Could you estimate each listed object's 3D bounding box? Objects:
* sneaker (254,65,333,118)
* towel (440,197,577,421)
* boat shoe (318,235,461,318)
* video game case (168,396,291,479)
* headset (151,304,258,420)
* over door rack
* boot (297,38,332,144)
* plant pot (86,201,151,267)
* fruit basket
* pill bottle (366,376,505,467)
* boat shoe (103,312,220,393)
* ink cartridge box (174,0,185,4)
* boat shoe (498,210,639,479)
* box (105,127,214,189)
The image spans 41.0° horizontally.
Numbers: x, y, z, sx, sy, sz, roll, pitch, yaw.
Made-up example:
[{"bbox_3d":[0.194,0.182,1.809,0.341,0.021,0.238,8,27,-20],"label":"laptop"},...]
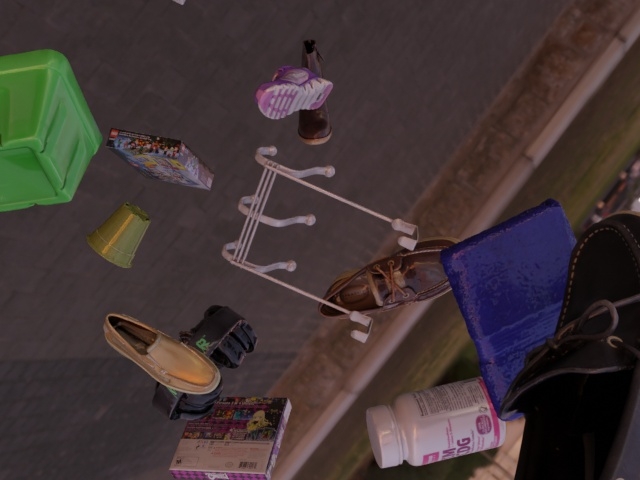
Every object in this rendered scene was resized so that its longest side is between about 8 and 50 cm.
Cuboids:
[{"bbox_3d":[-0.079,-0.346,1.940,0.236,0.104,0.095,-22,154,-51],"label":"sneaker"},{"bbox_3d":[0.333,0.111,1.389,0.227,0.308,0.076,-24,-168,-12],"label":"towel"},{"bbox_3d":[0.139,0.089,1.716,0.341,0.123,0.123,-18,-173,34],"label":"boat shoe"},{"bbox_3d":[-0.200,0.443,1.926,0.210,0.232,0.042,-73,154,-48],"label":"video game case"},{"bbox_3d":[-0.257,0.237,1.775,0.243,0.185,0.394,-55,172,-4],"label":"headset"},{"bbox_3d":[0.000,0.000,1.534,0.108,0.324,0.240,-43,159,-56],"label":"over door rack"},{"bbox_3d":[-0.026,-0.381,2.199,0.248,0.090,0.207,-92,175,-55],"label":"boot"},{"bbox_3d":[-0.303,-0.014,1.318,0.079,0.083,0.083,-52,167,8],"label":"plant pot"},{"bbox_3d":[-0.589,-0.224,1.527,0.392,0.392,0.283,-46,151,-23],"label":"fruit basket"},{"bbox_3d":[0.254,0.411,1.915,0.282,0.161,0.160,-11,157,-8],"label":"pill bottle"},{"bbox_3d":[-0.233,0.162,1.237,0.072,0.189,0.068,98,18,-63],"label":"boat shoe"},{"bbox_3d":[-0.331,-0.542,1.558,0.154,0.212,0.093,109,6,-79],"label":"ink cartridge box"},{"bbox_3d":[0.267,0.145,0.821,0.187,0.156,0.500,-51,-165,48],"label":"boat shoe"},{"bbox_3d":[-0.336,-0.171,1.826,0.233,0.159,0.044,53,50,-75],"label":"box"}]
